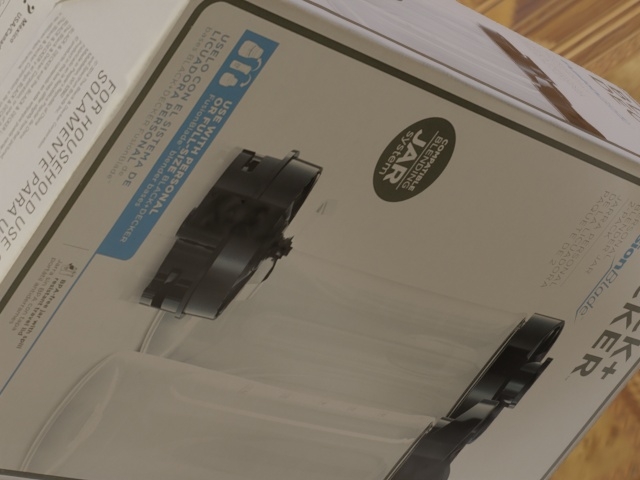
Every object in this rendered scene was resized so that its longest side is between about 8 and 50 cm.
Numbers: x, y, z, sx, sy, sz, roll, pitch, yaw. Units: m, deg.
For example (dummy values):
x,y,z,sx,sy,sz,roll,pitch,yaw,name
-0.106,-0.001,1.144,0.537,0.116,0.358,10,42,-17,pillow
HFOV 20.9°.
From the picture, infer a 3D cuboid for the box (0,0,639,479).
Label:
x,y,z,sx,sy,sz,roll,pitch,yaw,name
0.000,0.000,0.557,0.169,0.290,0.087,-53,51,15,box
